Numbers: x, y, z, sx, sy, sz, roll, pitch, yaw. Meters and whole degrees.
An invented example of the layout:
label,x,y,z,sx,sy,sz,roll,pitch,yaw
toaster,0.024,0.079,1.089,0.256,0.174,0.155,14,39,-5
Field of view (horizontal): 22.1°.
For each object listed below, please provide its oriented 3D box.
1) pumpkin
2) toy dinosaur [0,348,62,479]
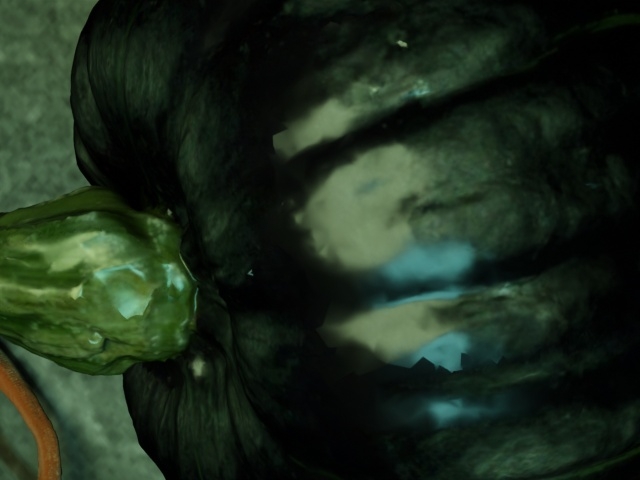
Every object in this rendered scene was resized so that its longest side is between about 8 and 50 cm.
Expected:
label,x,y,z,sx,sy,sz,roll,pitch,yaw
pumpkin,0.000,0.000,0.600,0.295,0.296,0.296,2,95,23
toy dinosaur,-0.233,0.040,0.850,0.101,0.055,0.279,-34,78,-1
